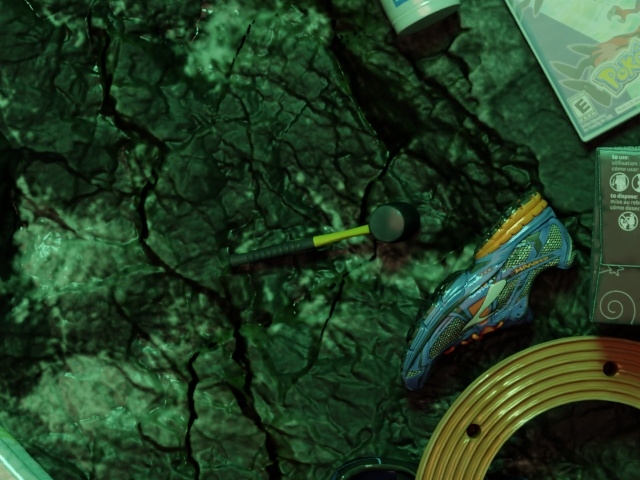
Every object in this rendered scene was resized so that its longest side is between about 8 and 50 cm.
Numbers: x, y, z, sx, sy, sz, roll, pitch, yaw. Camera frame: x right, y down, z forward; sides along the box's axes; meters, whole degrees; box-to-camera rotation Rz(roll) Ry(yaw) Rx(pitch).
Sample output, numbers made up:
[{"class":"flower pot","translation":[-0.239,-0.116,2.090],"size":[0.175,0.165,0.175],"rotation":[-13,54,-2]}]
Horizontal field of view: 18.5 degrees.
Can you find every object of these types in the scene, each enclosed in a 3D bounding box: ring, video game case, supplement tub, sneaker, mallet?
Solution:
[{"class":"ring","translation":[0.246,0.253,1.799],"size":[0.336,0.032,0.337],"rotation":[0,93,-9]},{"class":"video game case","translation":[0.291,-0.218,1.833],"size":[0.201,0.023,0.183],"rotation":[-29,85,9]},{"class":"supplement tub","translation":[0.080,-0.255,1.846],"size":[0.071,0.071,0.107],"rotation":[-27,85,9]},{"class":"sneaker","translation":[0.155,0.060,1.832],"size":[0.087,0.083,0.221],"rotation":[41,100,0]},{"class":"sneaker","translation":[0.121,0.252,1.830],"size":[0.232,0.090,0.081],"rotation":[8,91,10]},{"class":"mallet","translation":[0.000,0.000,1.865],"size":[0.189,0.062,0.039],"rotation":[-14,89,10]}]

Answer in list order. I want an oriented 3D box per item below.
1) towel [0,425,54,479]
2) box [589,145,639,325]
[{"class":"towel","translation":[-0.385,0.335,1.926],"size":[0.320,0.090,0.374],"rotation":[-45,83,4]},{"class":"box","translation":[0.369,-0.001,1.761],"size":[0.247,0.142,0.163],"rotation":[2,89,9]}]
